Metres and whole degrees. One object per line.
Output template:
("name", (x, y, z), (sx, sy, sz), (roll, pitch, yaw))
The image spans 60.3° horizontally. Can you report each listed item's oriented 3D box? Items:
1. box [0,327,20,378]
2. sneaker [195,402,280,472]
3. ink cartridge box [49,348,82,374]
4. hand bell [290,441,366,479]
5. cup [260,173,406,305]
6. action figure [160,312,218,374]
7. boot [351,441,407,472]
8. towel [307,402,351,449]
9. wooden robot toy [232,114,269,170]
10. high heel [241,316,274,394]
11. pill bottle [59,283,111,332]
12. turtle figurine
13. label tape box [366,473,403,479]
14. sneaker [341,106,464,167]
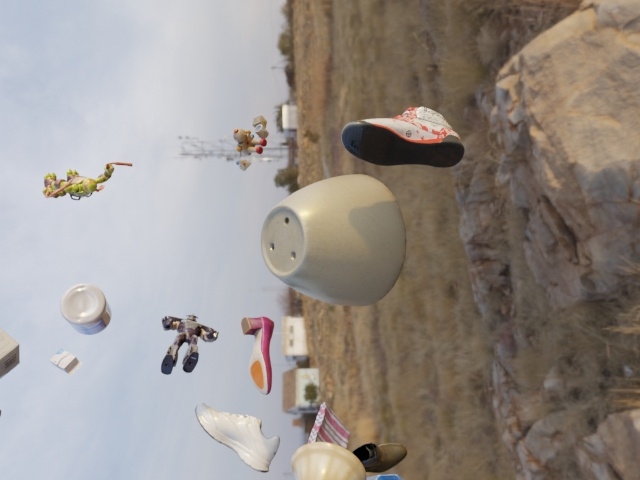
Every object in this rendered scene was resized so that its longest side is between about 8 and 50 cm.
("box", (-1.273, 0.459, 2.120), (0.182, 0.119, 0.181), (-48, -7, -44))
("sneaker", (-0.256, 0.588, 1.711), (0.129, 0.297, 0.111), (-55, -9, -16))
("ink cartridge box", (-0.760, 0.363, 1.649), (0.048, 0.083, 0.028), (-53, -31, -35))
("hand bell", (-0.013, 0.424, 0.786), (0.242, 0.126, 0.126), (-63, -24, -61))
("cup", (0.000, 0.000, 1.307), (0.331, 0.237, 0.331), (0, 90, 49))
("action figure", (-0.418, 0.306, 1.738), (0.285, 0.185, 0.099), (-101, 22, -66))
("boot", (0.170, 0.662, 1.684), (0.106, 0.219, 0.082), (97, 158, -58))
("towel", (0.023, 0.558, 1.483), (0.144, 0.029, 0.197), (55, -143, -26))
("wooden robot toy", (-0.187, -0.267, 1.424), (0.079, 0.076, 0.173), (47, -124, -42))
("high heel", (-0.157, 0.335, 1.623), (0.082, 0.117, 0.244), (-46, 52, 30))
("pill bottle", (-0.854, 0.264, 2.028), (0.272, 0.152, 0.152), (124, 147, -65))
("turtle figurine", (-0.705, -0.170, 1.632), (0.269, 0.217, 0.087), (-36, -57, -38))
("label tape box", (0.165, 0.807, 1.599), (0.347, 0.249, 0.115), (-31, 20, 45))
("sneaker", (0.168, -0.233, 1.198), (0.145, 0.270, 0.090), (-99, 18, -50))
